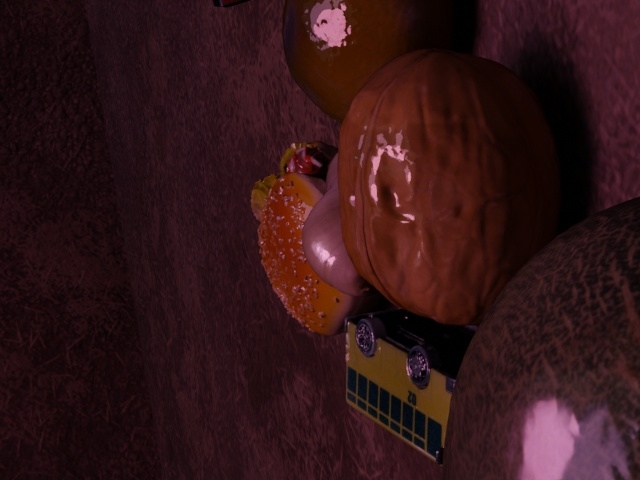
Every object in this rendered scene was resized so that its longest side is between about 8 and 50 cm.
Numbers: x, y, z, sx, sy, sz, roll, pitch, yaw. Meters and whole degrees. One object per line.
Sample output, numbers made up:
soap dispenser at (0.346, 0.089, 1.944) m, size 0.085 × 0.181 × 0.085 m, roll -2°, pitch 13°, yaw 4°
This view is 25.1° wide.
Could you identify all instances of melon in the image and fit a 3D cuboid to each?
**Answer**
melon at (0.176, 0.122, 0.677) m, size 0.329 × 0.248 × 0.248 m, roll 97°, pitch 158°, yaw -43°

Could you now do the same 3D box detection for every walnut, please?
walnut at (0.091, -0.040, 1.026) m, size 0.165 × 0.165 × 0.197 m, roll -147°, pitch 52°, yaw -68°

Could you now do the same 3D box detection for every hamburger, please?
hamburger at (0.000, 0.000, 1.398) m, size 0.210 × 0.116 × 0.173 m, roll 120°, pitch 137°, yaw -63°

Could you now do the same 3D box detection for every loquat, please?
loquat at (0.041, -0.180, 1.163) m, size 0.195 × 0.152 × 0.152 m, roll 115°, pitch 145°, yaw -46°

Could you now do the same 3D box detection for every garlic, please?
garlic at (0.053, -0.025, 1.184) m, size 0.174 × 0.124 × 0.099 m, roll -52°, pitch -15°, yaw -42°

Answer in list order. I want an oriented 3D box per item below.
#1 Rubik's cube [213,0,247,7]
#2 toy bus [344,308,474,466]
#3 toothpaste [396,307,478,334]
Rubik's cube at (-0.038, -0.335, 1.198) m, size 0.187 × 0.184 × 0.182 m, roll 73°, pitch 180°, yaw -61°
toy bus at (0.094, 0.117, 1.156) m, size 0.175 × 0.088 × 0.101 m, roll 27°, pitch 118°, yaw 59°
toothpaste at (0.088, 0.074, 1.279) m, size 0.194 × 0.043 × 0.067 m, roll 138°, pitch 123°, yaw -61°
